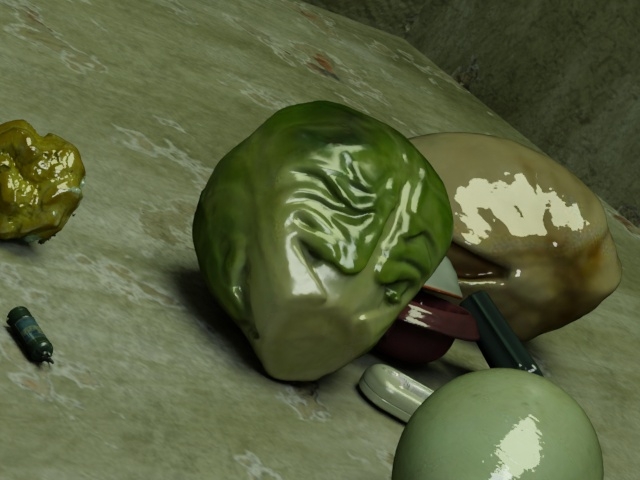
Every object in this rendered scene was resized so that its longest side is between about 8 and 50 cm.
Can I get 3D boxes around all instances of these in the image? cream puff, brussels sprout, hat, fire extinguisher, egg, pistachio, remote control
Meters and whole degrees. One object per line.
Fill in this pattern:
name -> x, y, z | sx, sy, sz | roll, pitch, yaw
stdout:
cream puff -> -0.347, -0.070, 2.030 | 0.156, 0.121, 0.156 | 27, 23, -12
brussels sprout -> -0.006, 0.001, 2.166 | 0.289, 0.281, 0.354 | 33, 39, -26
hat -> 0.109, 0.112, 2.357 | 0.205, 0.089, 0.205 | 19, 5, -2
fire extinguisher -> -0.287, 0.101, 1.806 | 0.083, 0.025, 0.038 | 47, -1, 43
egg -> 0.177, 0.255, 1.859 | 0.218, 0.218, 0.295 | 33, 31, 4
pistachio -> 0.243, -0.014, 2.716 | 0.445, 0.281, 0.365 | 23, 20, 24
remote control -> 0.148, 0.217, 2.219 | 0.221, 0.042, 0.078 | 29, 15, -8

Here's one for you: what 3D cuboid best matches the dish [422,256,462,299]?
dish -> 0.080, 0.008, 2.465 | 0.260, 0.085, 0.260 | 16, -1, 0

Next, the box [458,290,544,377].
box -> 0.261, 0.176, 2.403 | 0.160, 0.050, 0.230 | 60, 1, -30
